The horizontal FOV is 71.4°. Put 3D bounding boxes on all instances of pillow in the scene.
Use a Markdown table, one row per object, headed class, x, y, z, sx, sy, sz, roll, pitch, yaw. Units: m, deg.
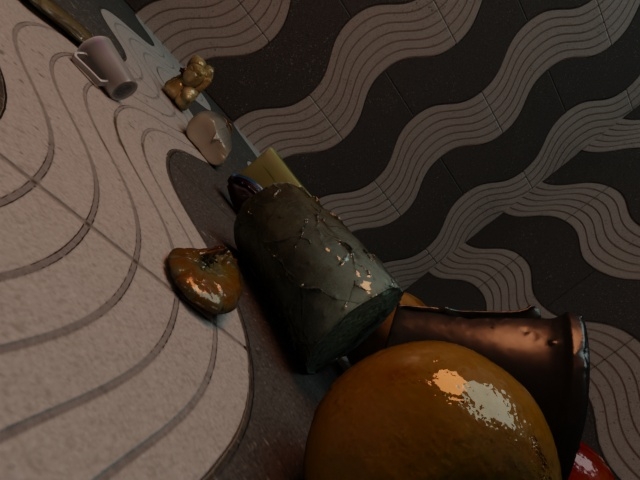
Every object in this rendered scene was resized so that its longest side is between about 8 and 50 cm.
| class | x | y | z | sx | sy | sz | roll | pitch | yaw |
| --- | --- | --- | --- | --- | --- | --- | --- | --- | --- |
| pillow | -0.560 | -0.481 | 0.960 | 0.130 | 0.033 | 0.217 | 50 | 5 | 23 |

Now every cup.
| class | x | y | z | sx | sy | sz | roll | pitch | yaw |
| --- | --- | --- | --- | --- | --- | --- | --- | --- | --- |
| cup | -0.445 | -0.351 | 0.909 | 0.116 | 0.074 | 0.104 | 55 | 30 | 1 |

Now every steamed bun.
| class | x | y | z | sx | sy | sz | roll | pitch | yaw |
| --- | --- | --- | --- | --- | --- | --- | --- | --- | --- |
| steamed bun | -0.457 | -0.540 | 1.526 | 0.106 | 0.177 | 0.192 | 37 | 25 | -29 |

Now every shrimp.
| class | x | y | z | sx | sy | sz | roll | pitch | yaw |
| --- | --- | --- | --- | --- | --- | --- | --- | --- | --- |
| shrimp | -0.161 | 0.040 | 0.654 | 0.115 | 0.051 | 0.217 | 47 | 9 | -13 |

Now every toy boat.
| class | x | y | z | sx | sy | sz | roll | pitch | yaw |
| --- | --- | --- | --- | --- | --- | --- | --- | --- | --- |
| toy boat | -0.164 | -0.088 | 1.172 | 0.223 | 0.100 | 0.097 | 53 | 15 | 1 |

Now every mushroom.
| class | x | y | z | sx | sy | sz | roll | pitch | yaw |
| --- | --- | --- | --- | --- | --- | --- | --- | --- | --- |
| mushroom | -0.345 | -0.338 | 1.434 | 0.328 | 0.122 | 0.159 | -111 | -163 | -71 |

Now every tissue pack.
| class | x | y | z | sx | sy | sz | roll | pitch | yaw |
| --- | --- | --- | --- | --- | --- | --- | --- | --- | --- |
| tissue pack | -0.160 | -0.192 | 1.585 | 0.234 | 0.159 | 0.125 | 54 | 7 | 30 |

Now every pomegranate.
| class | x | y | z | sx | sy | sz | roll | pitch | yaw |
| --- | --- | --- | --- | --- | --- | --- | --- | --- | --- |
| pomegranate | 0.147 | 0.204 | 0.952 | 0.207 | 0.207 | 0.207 | 50 | 6 | -7 |

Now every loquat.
| class | x | y | z | sx | sy | sz | roll | pitch | yaw |
| --- | --- | --- | --- | --- | --- | --- | --- | --- | --- |
| loquat | 0.114 | 0.238 | 0.465 | 0.263 | 0.263 | 0.263 | 50 | 6 | -7 |

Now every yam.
| class | x | y | z | sx | sy | sz | roll | pitch | yaw |
| --- | --- | --- | --- | --- | --- | --- | --- | --- | --- |
| yam | -0.017 | 0.062 | 0.847 | 0.348 | 0.241 | 0.241 | 51 | 5 | 35 |

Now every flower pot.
| class | x | y | z | sx | sy | sz | roll | pitch | yaw |
| --- | --- | --- | --- | --- | --- | --- | --- | --- | --- |
| flower pot | 0.214 | 0.241 | 0.712 | 0.251 | 0.379 | 0.379 | 16 | 0 | 10 |

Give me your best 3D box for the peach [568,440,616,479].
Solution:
| class | x | y | z | sx | sy | sz | roll | pitch | yaw |
| --- | --- | --- | --- | --- | --- | --- | --- | --- | --- |
| peach | 0.621 | 0.670 | 1.227 | 0.370 | 0.370 | 0.370 | 50 | 6 | -7 |
